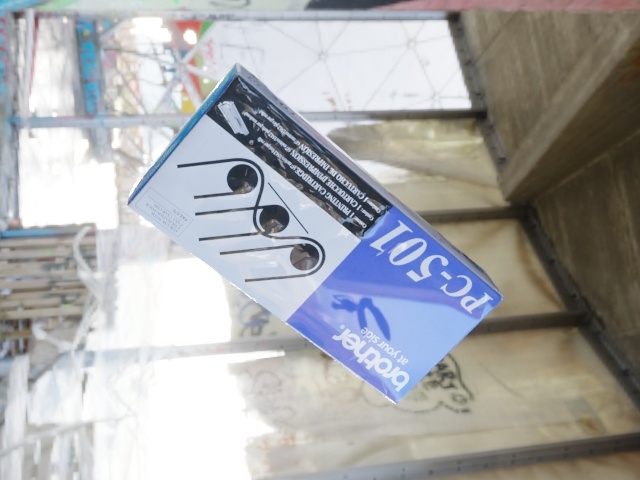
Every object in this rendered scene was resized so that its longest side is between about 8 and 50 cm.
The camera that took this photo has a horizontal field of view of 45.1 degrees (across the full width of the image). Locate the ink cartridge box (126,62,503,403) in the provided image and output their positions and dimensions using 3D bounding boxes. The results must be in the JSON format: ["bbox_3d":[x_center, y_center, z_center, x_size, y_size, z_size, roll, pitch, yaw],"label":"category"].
[{"bbox_3d":[0.000,0.000,0.459,0.097,0.207,0.046,-47,-162,12],"label":"ink cartridge box"}]
